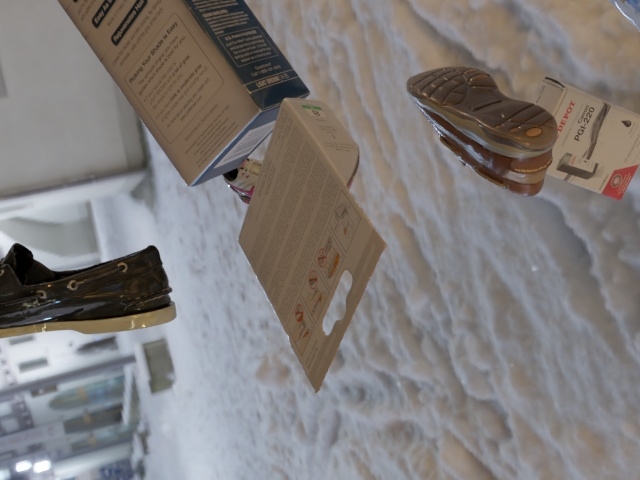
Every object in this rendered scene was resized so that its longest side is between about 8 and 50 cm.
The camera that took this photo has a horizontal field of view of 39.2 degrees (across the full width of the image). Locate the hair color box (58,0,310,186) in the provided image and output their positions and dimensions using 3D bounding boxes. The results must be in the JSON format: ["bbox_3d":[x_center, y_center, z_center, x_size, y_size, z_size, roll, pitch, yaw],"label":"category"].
[{"bbox_3d":[-0.185,-0.259,1.100,0.174,0.105,0.347,-39,85,41],"label":"hair color box"}]

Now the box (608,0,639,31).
[{"bbox_3d":[0.410,-0.402,1.201,0.203,0.114,0.103,52,172,19],"label":"box"}]

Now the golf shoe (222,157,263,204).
[{"bbox_3d":[-0.102,-0.101,1.506,0.186,0.067,0.086,4,149,49],"label":"golf shoe"}]

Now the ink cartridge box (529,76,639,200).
[{"bbox_3d":[0.476,-0.184,1.636,0.092,0.218,0.158,-119,49,-65],"label":"ink cartridge box"}]

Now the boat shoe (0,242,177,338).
[{"bbox_3d":[-0.353,0.058,1.110,0.127,0.340,0.113,-64,-29,-81],"label":"boat shoe"}]

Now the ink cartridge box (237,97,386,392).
[{"bbox_3d":[0.000,0.000,0.844,0.224,0.056,0.181,56,136,41],"label":"ink cartridge box"}]

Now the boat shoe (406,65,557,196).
[{"bbox_3d":[0.217,-0.159,1.288,0.324,0.123,0.116,-125,22,-55],"label":"boat shoe"}]
